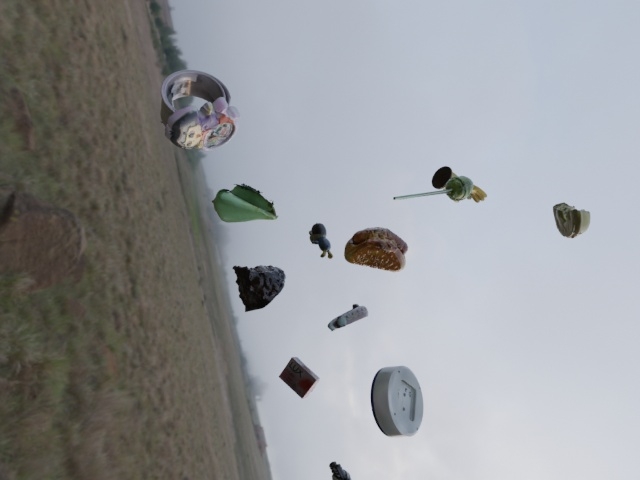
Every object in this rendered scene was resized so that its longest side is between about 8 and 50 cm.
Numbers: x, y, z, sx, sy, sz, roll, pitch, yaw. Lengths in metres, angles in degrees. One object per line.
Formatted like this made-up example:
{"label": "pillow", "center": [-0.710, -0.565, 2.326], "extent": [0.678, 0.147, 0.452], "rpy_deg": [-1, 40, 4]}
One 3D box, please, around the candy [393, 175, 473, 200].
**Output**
{"label": "candy", "center": [0.385, -0.163, 1.661], "extent": [0.093, 0.336, 0.092], "rpy_deg": [32, -53, 54]}

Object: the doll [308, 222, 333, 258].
{"label": "doll", "center": [0.000, 0.000, 2.156], "extent": [0.089, 0.102, 0.179], "rpy_deg": [-33, -120, 40]}

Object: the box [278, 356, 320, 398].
{"label": "box", "center": [-0.091, 0.594, 2.112], "extent": [0.156, 0.111, 0.060], "rpy_deg": [37, 3, 16]}

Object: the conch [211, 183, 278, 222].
{"label": "conch", "center": [-0.298, -0.147, 1.913], "extent": [0.143, 0.251, 0.137], "rpy_deg": [-102, -176, -57]}

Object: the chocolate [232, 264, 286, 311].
{"label": "chocolate", "center": [-0.267, 0.147, 1.957], "extent": [0.224, 0.206, 0.177], "rpy_deg": [-17, -58, 45]}

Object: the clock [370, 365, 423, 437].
{"label": "clock", "center": [0.262, 0.539, 1.639], "extent": [0.083, 0.231, 0.230], "rpy_deg": [-21, -102, 37]}

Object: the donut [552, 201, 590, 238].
{"label": "donut", "center": [0.816, -0.063, 1.577], "extent": [0.166, 0.065, 0.108], "rpy_deg": [-82, 160, -80]}

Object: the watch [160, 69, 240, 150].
{"label": "watch", "center": [-0.380, -0.397, 1.443], "extent": [0.231, 0.244, 0.196], "rpy_deg": [56, -32, 13]}

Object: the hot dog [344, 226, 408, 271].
{"label": "hot dog", "center": [0.232, 0.027, 1.959], "extent": [0.150, 0.257, 0.153], "rpy_deg": [-89, -167, -54]}

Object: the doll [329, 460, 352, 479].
{"label": "doll", "center": [0.090, 0.834, 1.614], "extent": [0.091, 0.067, 0.219], "rpy_deg": [-15, -76, 58]}

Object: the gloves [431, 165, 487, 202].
{"label": "gloves", "center": [0.679, -0.245, 2.342], "extent": [0.133, 0.295, 0.116], "rpy_deg": [27, -87, 60]}

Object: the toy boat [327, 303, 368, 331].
{"label": "toy boat", "center": [0.137, 0.367, 2.383], "extent": [0.155, 0.228, 0.084], "rpy_deg": [-36, -105, 47]}
